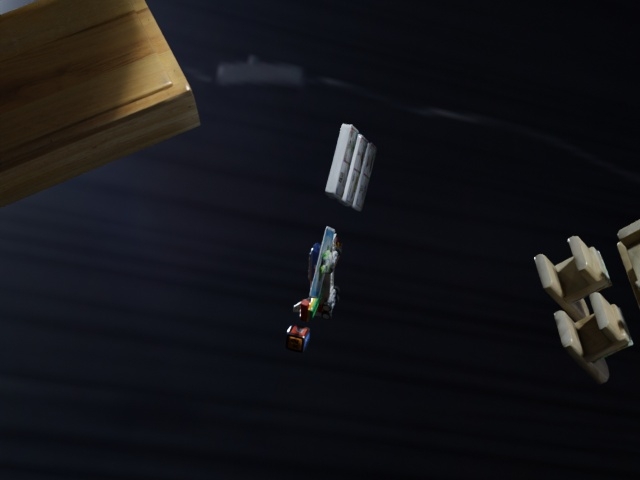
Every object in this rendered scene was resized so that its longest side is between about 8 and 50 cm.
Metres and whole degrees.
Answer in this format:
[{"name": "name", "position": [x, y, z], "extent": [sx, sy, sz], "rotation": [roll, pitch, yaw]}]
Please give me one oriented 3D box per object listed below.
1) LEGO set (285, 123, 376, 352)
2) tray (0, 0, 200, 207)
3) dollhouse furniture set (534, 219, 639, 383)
[{"name": "LEGO set", "position": [0.000, 0.000, 1.599], "extent": [0.182, 0.060, 0.244], "rotation": [20, -96, -78]}, {"name": "tray", "position": [-0.362, -0.140, 1.598], "extent": [0.076, 0.411, 0.203], "rotation": [80, 163, -58]}, {"name": "dollhouse furniture set", "position": [0.353, 0.086, 1.366], "extent": [0.212, 0.161, 0.242], "rotation": [-30, 44, 21]}]
